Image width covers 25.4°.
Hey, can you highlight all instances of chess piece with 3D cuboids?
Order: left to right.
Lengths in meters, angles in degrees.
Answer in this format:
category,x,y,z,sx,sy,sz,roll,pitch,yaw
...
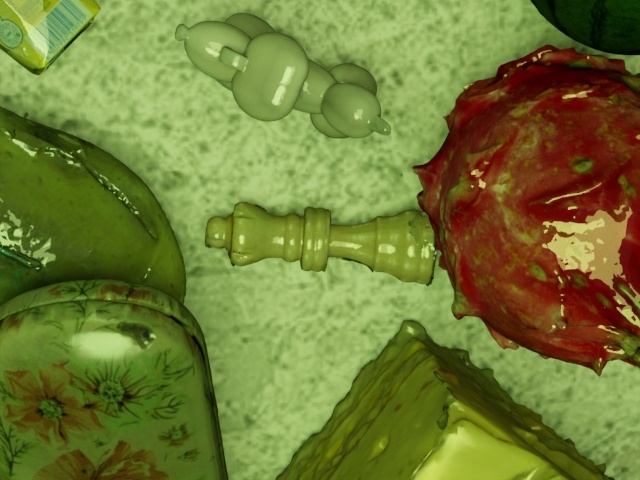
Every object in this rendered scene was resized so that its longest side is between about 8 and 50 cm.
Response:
category,x,y,z,sx,sy,sz,roll,pitch,yaw
chess piece,0.000,0.000,1.058,0.172,0.060,0.060,4,101,-3

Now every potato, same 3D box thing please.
category,x,y,z,sx,sy,sz,roll,pitch,yaw
potato,-0.209,-0.002,0.992,0.248,0.143,0.169,32,111,-11

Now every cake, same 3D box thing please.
category,x,y,z,sx,sy,sz,roll,pitch,yaw
cake,0.099,0.223,0.989,0.222,0.286,0.227,35,96,-10

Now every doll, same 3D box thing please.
category,x,y,z,sx,sy,sz,roll,pitch,yaw
doll,-0.027,-0.113,0.979,0.161,0.160,0.059,25,98,-11

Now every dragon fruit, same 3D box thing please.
category,x,y,z,sx,sy,sz,roll,pitch,yaw
dragon fruit,0.175,-0.008,0.962,0.210,0.268,0.205,5,133,-36

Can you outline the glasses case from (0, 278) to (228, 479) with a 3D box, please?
category,x,y,z,sx,sy,sz,roll,pitch,yaw
glasses case,-0.137,0.211,1.003,0.156,0.098,0.425,-3,124,3

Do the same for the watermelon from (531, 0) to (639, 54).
category,x,y,z,sx,sy,sz,roll,pitch,yaw
watermelon,0.221,-0.233,0.960,0.188,0.188,0.215,7,120,-6

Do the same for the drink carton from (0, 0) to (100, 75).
category,x,y,z,sx,sy,sz,roll,pitch,yaw
drink carton,-0.246,-0.206,0.982,0.200,0.084,0.074,43,84,-10
